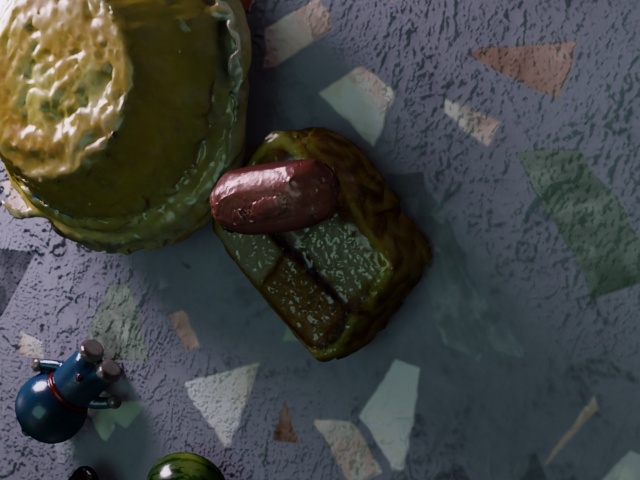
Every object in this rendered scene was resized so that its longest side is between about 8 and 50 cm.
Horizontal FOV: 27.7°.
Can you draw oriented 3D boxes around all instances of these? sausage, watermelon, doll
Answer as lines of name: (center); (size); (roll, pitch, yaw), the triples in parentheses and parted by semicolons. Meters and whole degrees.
sausage: (-0.044, -0.042, 1.264); (0.141, 0.076, 0.076); (-6, 93, 28)
watermelon: (-0.150, 0.292, 1.471); (0.109, 0.109, 0.109); (4, 99, 31)
doll: (-0.310, 0.188, 1.565); (0.152, 0.085, 0.114); (-44, 85, 17)

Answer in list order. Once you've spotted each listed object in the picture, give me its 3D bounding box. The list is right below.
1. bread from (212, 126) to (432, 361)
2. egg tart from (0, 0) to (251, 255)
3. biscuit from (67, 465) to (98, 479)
bread: (0.000, 0.000, 1.344); (0.222, 0.096, 0.181); (51, 120, 15)
egg tart: (-0.244, -0.166, 1.423); (0.388, 0.169, 0.387); (1, 92, 34)
biscuit: (-0.250, 0.390, 1.564); (0.235, 0.063, 0.151); (45, 128, 14)
